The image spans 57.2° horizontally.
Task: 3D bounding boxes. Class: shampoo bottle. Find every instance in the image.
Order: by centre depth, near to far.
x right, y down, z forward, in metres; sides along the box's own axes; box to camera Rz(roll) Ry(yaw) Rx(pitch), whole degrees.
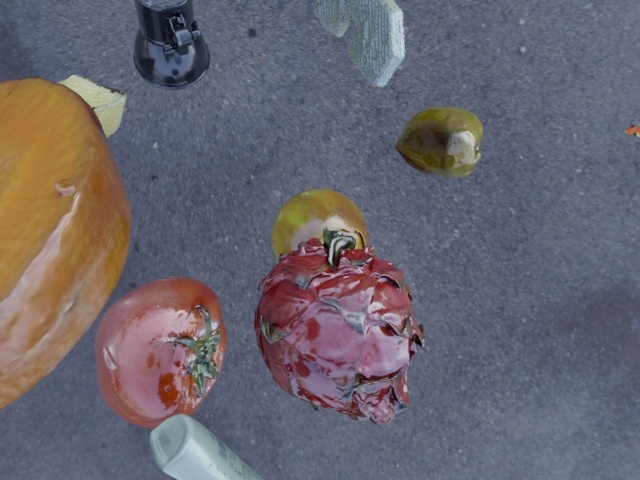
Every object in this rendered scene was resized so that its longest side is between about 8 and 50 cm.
[{"bbox_3d":[-0.078,0.242,0.559,0.049,0.072,0.212,-43,121,-13],"label":"shampoo bottle"}]

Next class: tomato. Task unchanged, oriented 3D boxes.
[{"bbox_3d":[-0.371,0.244,1.329,0.272,0.341,0.342,8,111,16],"label":"tomato"}]

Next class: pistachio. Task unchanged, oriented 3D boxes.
[{"bbox_3d":[0.200,-0.161,0.943,0.100,0.189,0.110,24,89,-24],"label":"pistachio"}]

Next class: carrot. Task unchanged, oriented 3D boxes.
[{"bbox_3d":[-0.274,0.011,0.431,0.258,0.307,0.100,5,141,21],"label":"carrot"}]

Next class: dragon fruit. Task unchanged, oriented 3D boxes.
[{"bbox_3d":[0.031,0.136,0.867,0.244,0.244,0.299,-34,83,0],"label":"dragon fruit"}]

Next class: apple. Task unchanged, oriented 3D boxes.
[{"bbox_3d":[0.000,0.000,1.353,0.236,0.208,0.237,-3,126,-5],"label":"apple"}]

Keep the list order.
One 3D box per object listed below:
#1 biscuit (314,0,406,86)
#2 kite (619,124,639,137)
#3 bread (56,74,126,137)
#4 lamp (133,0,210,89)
[{"bbox_3d":[0.085,-0.447,1.198,0.046,0.250,0.147,-16,154,-43],"label":"biscuit"},{"bbox_3d":[0.218,-0.040,0.222,0.008,0.222,0.125,-33,82,-12],"label":"kite"},{"bbox_3d":[-0.489,-0.204,1.086,0.266,0.178,0.142,-47,134,-32],"label":"bread"},{"bbox_3d":[-0.267,-0.383,1.029,0.147,0.227,0.172,-20,77,-15],"label":"lamp"}]
